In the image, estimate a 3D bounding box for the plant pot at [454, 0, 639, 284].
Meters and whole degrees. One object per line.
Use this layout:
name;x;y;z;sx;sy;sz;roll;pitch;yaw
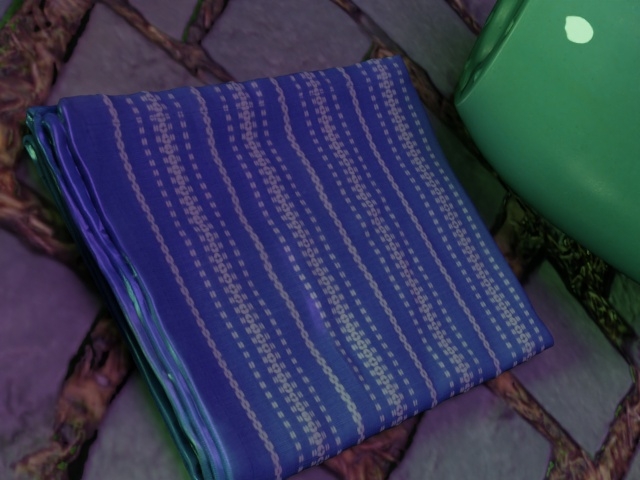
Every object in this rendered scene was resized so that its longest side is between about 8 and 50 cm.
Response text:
plant pot;0.239;-0.122;0.906;0.235;0.293;0.293;27;44;-5

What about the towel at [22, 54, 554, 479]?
towel;0.000;0.000;0.773;0.336;0.040;0.243;-16;74;-47
